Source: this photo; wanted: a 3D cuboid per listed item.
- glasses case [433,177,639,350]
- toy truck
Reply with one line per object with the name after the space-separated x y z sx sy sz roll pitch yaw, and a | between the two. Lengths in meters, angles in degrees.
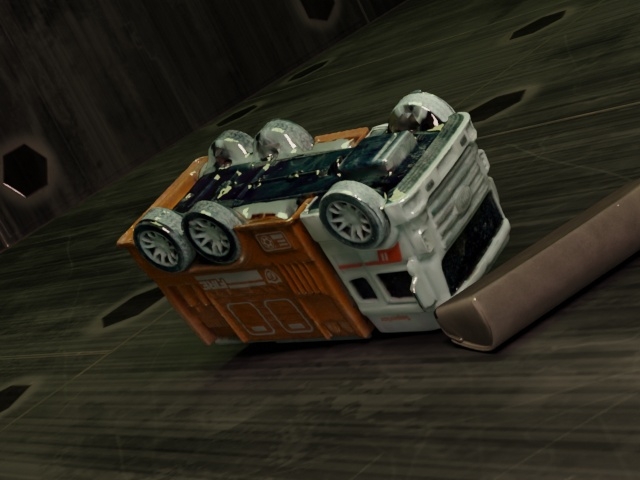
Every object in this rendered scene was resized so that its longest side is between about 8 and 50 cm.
0.171 0.012 0.938 0.190 0.042 0.072 -32 9 -18 | glasses case
0.000 0.000 1.056 0.305 0.162 0.136 -6 34 42 | toy truck
